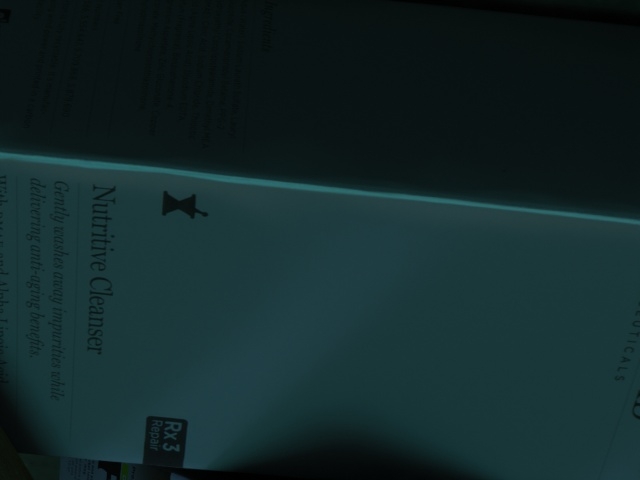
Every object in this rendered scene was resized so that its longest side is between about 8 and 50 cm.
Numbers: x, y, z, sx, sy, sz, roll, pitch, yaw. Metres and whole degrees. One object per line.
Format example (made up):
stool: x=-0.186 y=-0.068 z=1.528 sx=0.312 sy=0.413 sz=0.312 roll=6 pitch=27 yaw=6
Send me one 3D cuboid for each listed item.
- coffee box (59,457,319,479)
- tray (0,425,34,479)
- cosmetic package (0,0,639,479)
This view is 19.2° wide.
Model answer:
coffee box: x=-0.021 y=0.169 z=1.027 sx=0.141 sy=0.246 sz=0.098 roll=0 pitch=97 yaw=-38
tray: x=-0.336 y=0.103 z=1.004 sx=0.411 sy=0.076 sz=0.203 roll=8 pitch=137 yaw=33
cosmetic package: x=0.000 y=0.000 z=0.956 sx=0.385 sy=0.156 sz=0.217 roll=5 pitch=133 yaw=-1
